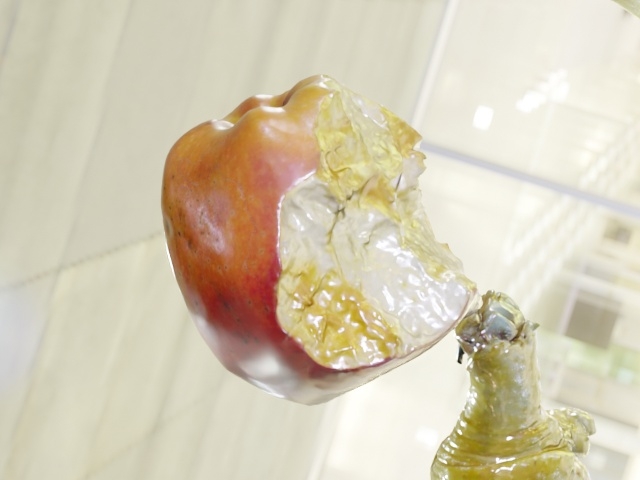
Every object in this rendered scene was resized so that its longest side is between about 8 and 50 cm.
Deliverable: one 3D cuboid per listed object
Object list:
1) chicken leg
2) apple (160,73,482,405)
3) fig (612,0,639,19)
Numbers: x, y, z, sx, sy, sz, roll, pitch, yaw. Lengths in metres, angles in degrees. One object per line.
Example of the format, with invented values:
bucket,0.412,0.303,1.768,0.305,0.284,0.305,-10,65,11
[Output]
chicken leg,0.120,0.126,1.187,0.088,0.103,0.227,-68,161,-58
apple,-0.006,0.000,0.977,0.147,0.158,0.156,-33,179,44
fig,0.382,-0.296,1.603,0.343,0.343,0.343,18,90,-80
